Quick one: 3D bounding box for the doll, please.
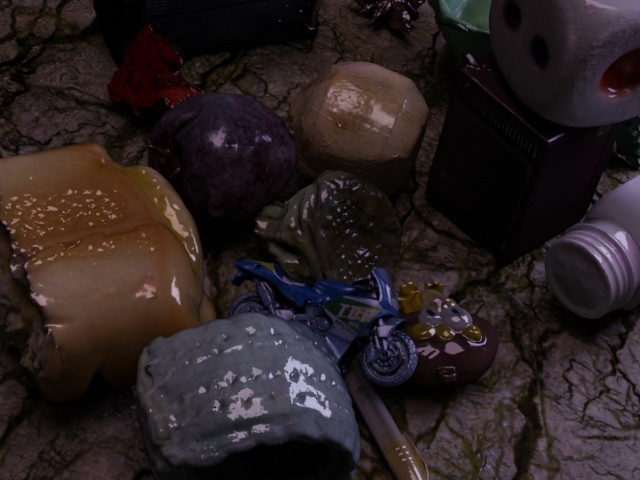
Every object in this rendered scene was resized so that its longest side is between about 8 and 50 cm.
[{"bbox_3d":[0.129,0.109,1.688,0.145,0.096,0.188,-11,38,-29],"label":"doll"}]

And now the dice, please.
[{"bbox_3d":[0.328,-0.263,1.679,0.193,0.194,0.192,-13,56,-21],"label":"dice"}]

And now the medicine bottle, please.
[{"bbox_3d":[0.434,-0.016,1.792,0.324,0.179,0.124,-26,54,-31],"label":"medicine bottle"}]

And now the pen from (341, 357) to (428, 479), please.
[{"bbox_3d":[0.070,0.205,1.621,0.040,0.032,0.233,-12,48,-20],"label":"pen"}]

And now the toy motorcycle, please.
[{"bbox_3d":[0.004,0.086,1.644,0.254,0.092,0.135,12,76,23],"label":"toy motorcycle"}]

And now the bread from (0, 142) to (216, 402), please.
[{"bbox_3d":[-0.267,0.041,1.622,0.270,0.211,0.316,-12,56,-30],"label":"bread"}]

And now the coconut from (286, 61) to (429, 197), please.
[{"bbox_3d":[0.042,-0.152,1.873,0.194,0.194,0.194,4,45,-4],"label":"coconut"}]

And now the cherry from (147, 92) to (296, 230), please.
[{"bbox_3d":[-0.123,-0.106,1.798,0.195,0.195,0.195,4,45,-4],"label":"cherry"}]

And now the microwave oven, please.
[{"bbox_3d":[0.270,-0.128,1.838,0.188,0.247,0.178,-31,60,-31],"label":"microwave oven"}]

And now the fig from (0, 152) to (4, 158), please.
[{"bbox_3d":[-0.409,-0.051,1.760,0.236,0.124,0.124,30,47,3],"label":"fig"}]

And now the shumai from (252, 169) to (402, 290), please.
[{"bbox_3d":[0.004,0.002,1.772,0.184,0.184,0.142,-33,31,-34],"label":"shumai"}]

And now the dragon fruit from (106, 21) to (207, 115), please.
[{"bbox_3d":[-0.196,-0.216,1.936,0.092,0.122,0.192,18,8,-44],"label":"dragon fruit"}]

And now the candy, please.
[{"bbox_3d":[0.309,-0.279,1.991,0.398,0.263,0.172,37,83,28],"label":"candy"}]

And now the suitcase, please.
[{"bbox_3d":[-0.158,-0.393,2.039,0.335,0.229,0.152,-12,61,-18],"label":"suitcase"}]

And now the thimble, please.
[{"bbox_3d":[-0.081,0.192,1.488,0.250,0.205,0.172,14,44,-34],"label":"thimble"}]

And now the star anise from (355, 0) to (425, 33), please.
[{"bbox_3d":[0.097,-0.371,2.182,0.129,0.056,0.124,20,46,11],"label":"star anise"}]
